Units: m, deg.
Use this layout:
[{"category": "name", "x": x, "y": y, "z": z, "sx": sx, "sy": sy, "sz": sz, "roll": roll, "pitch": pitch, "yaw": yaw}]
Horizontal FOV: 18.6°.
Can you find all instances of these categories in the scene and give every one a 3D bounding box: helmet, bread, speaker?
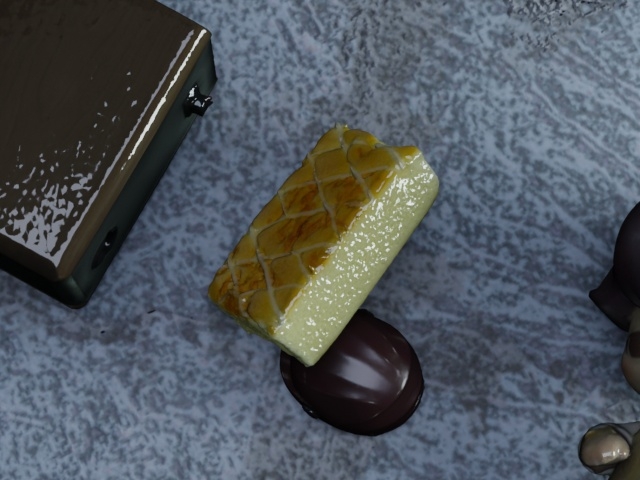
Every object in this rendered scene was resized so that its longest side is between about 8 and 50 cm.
[{"category": "helmet", "x": 0.025, "y": 0.102, "z": 1.566, "sx": 0.123, "sy": 0.070, "sz": 0.098, "roll": 29, "pitch": 80, "yaw": 5}, {"category": "bread", "x": 0.001, "y": -0.001, "z": 1.559, "sx": 0.068, "sy": 0.125, "sz": 0.188, "roll": 43, "pitch": 79, "yaw": -32}, {"category": "speaker", "x": -0.211, "y": -0.089, "z": 1.564, "sx": 0.192, "sy": 0.153, "sz": 0.231, "roll": 29, "pitch": 80, "yaw": 5}]

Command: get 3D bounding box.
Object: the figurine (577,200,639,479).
[{"category": "figurine", "x": 0.281, "y": 0.111, "z": 1.504, "sx": 0.206, "sy": 0.218, "sz": 0.365, "roll": 32, "pitch": 83, "yaw": -21}]
